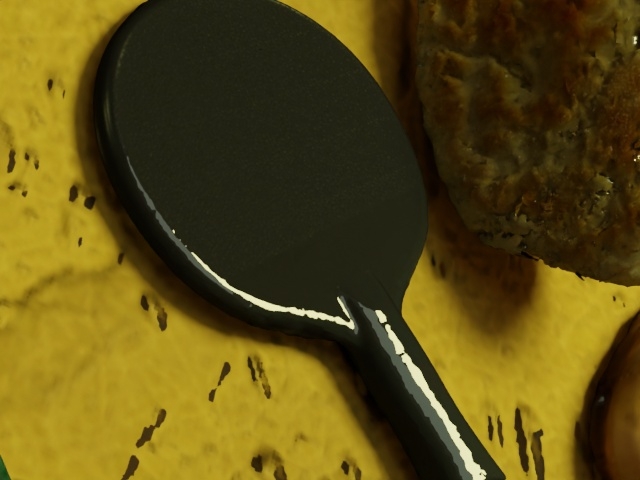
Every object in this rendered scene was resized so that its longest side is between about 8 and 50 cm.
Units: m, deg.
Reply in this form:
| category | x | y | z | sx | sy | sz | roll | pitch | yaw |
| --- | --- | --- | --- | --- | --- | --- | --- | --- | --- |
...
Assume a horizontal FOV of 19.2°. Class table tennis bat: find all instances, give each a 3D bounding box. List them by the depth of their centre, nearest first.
| category | x | y | z | sx | sy | sz | roll | pitch | yaw |
| --- | --- | --- | --- | --- | --- | --- | --- | --- | --- |
| table tennis bat | 0.000 | 0.000 | 0.746 | 0.150 | 0.027 | 0.236 | -25 | 81 | -43 |

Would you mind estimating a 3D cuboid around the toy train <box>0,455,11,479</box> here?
| category | x | y | z | sx | sy | sz | roll | pitch | yaw |
| --- | --- | --- | --- | --- | --- | --- | --- | --- | --- |
| toy train | -0.132 | 0.101 | 0.483 | 0.138 | 0.178 | 0.330 | -21 | 81 | -42 |

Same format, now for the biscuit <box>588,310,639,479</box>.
| category | x | y | z | sx | sy | sz | roll | pitch | yaw |
| --- | --- | --- | --- | --- | --- | --- | --- | --- | --- |
| biscuit | 0.230 | 0.067 | 0.876 | 0.299 | 0.045 | 0.154 | -27 | 83 | -44 |

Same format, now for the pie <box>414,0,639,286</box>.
| category | x | y | z | sx | sy | sz | roll | pitch | yaw |
| --- | --- | --- | --- | --- | --- | --- | --- | --- | --- |
| pie | 0.122 | -0.072 | 0.795 | 0.079 | 0.163 | 0.194 | 19 | 60 | -52 |
